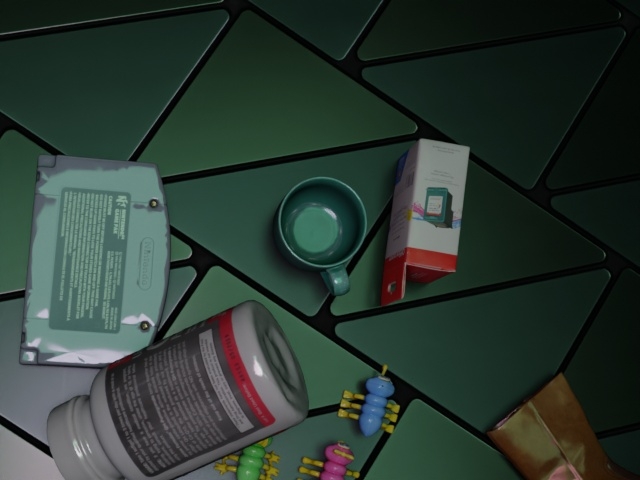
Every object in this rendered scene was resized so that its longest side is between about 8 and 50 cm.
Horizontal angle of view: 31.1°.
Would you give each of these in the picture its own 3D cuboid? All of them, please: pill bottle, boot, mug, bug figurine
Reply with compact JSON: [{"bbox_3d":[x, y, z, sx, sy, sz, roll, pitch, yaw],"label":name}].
[{"bbox_3d":[-0.190,0.218,1.513,0.318,0.176,0.176,-25,85,10],"label":"pill bottle"},{"bbox_3d":[0.423,0.320,1.700,0.264,0.096,0.280,-33,80,-6],"label":"boot"},{"bbox_3d":[-0.007,-0.006,1.656,0.129,0.097,0.158,16,79,-7],"label":"mug"},{"bbox_3d":[-0.024,0.257,1.623,0.278,0.072,0.216,14,79,-8],"label":"bug figurine"}]

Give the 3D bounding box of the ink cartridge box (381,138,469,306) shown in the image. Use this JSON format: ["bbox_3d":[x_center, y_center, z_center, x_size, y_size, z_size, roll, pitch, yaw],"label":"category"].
[{"bbox_3d":[0.150,-0.018,1.666,0.078,0.134,0.231,9,80,-9],"label":"ink cartridge box"}]

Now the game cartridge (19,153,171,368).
[{"bbox_3d":[-0.312,0.032,1.621,0.198,0.062,0.297,6,80,-13],"label":"game cartridge"}]
